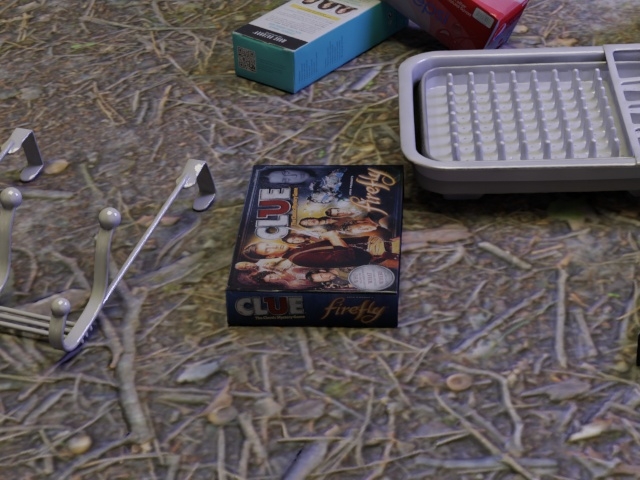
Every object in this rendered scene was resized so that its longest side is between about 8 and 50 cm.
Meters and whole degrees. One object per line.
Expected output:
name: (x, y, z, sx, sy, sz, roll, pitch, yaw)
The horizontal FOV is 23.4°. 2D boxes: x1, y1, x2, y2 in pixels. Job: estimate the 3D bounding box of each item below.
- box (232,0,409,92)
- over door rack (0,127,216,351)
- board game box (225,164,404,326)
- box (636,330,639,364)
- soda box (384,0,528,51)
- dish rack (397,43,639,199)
box: (0.005, -0.269, 1.969, 0.100, 0.060, 0.244, 22, 39, 33)
over door rack: (-0.283, -0.027, 1.561, 0.239, 0.108, 0.324, 11, 34, 19)
board game box: (0.000, 0.000, 1.558, 0.165, 0.042, 0.243, 0, 32, 4)
box: (0.373, 0.055, 1.452, 0.114, 0.036, 0.207, 10, 34, 19)
soda box: (0.130, -0.339, 1.960, 0.263, 0.083, 0.092, 38, 46, 12)
dish rack: (0.253, -0.126, 1.716, 0.332, 0.072, 0.286, -1, 33, 2)
